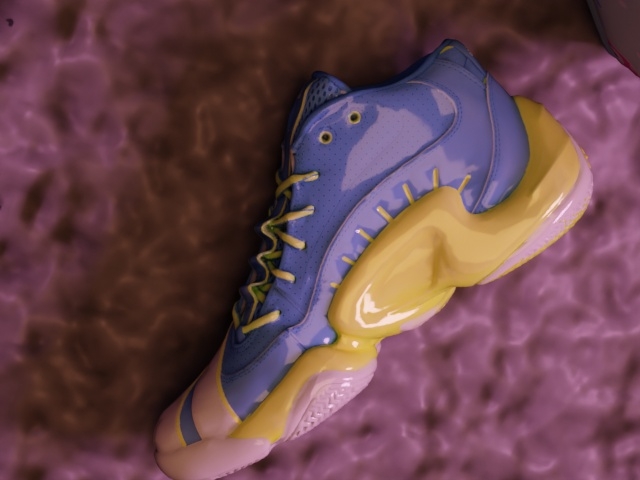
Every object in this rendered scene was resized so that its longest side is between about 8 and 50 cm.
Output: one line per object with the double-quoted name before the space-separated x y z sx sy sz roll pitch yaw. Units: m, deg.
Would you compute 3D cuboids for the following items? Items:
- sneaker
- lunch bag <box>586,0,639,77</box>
"sneaker" 0.000 0.000 0.815 0.240 0.091 0.126 -37 94 -5
"lunch bag" 0.212 -0.140 0.731 0.160 0.223 0.262 -7 126 -31
